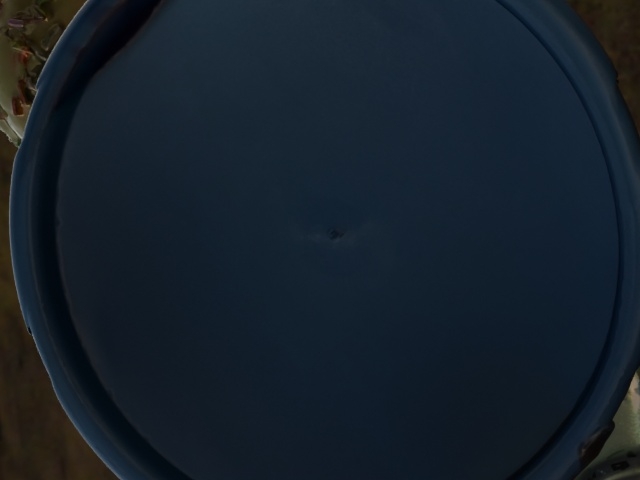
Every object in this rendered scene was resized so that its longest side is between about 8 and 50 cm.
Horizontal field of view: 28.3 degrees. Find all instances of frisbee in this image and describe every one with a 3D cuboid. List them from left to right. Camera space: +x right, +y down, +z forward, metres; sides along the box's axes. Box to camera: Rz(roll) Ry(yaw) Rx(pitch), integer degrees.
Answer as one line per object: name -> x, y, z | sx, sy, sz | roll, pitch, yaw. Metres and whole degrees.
frisbee -> 0.000, 0.000, 0.457 | 0.045, 0.242, 0.242 | -22, -72, -70

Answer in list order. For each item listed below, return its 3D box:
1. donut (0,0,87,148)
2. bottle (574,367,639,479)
donut -> -0.111, -0.109, 0.718 | 0.068, 0.175, 0.174 | -139, 45, -62
bottle -> 0.238, 0.162, 0.911 | 0.347, 0.168, 0.168 | -75, -6, -53
